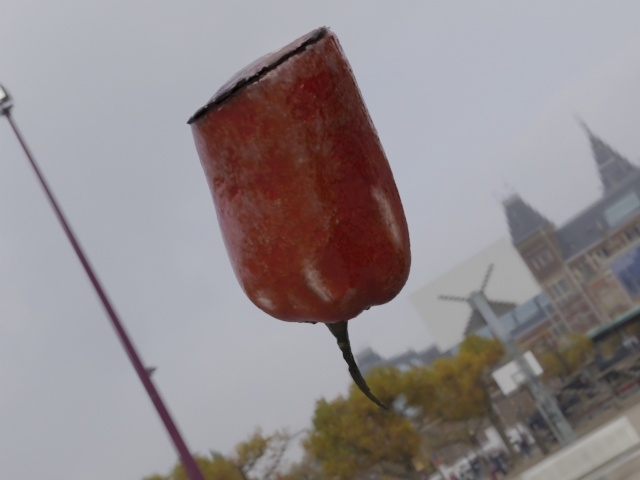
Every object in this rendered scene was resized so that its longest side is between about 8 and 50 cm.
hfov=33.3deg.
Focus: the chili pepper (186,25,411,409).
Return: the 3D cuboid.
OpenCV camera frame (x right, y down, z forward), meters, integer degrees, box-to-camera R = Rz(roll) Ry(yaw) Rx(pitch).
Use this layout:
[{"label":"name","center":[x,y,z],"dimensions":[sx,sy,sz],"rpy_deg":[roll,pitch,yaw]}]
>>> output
[{"label":"chili pepper","center":[0.000,0.000,0.513],"dimensions":[0.086,0.192,0.084],"rpy_deg":[-19,16,2]}]
